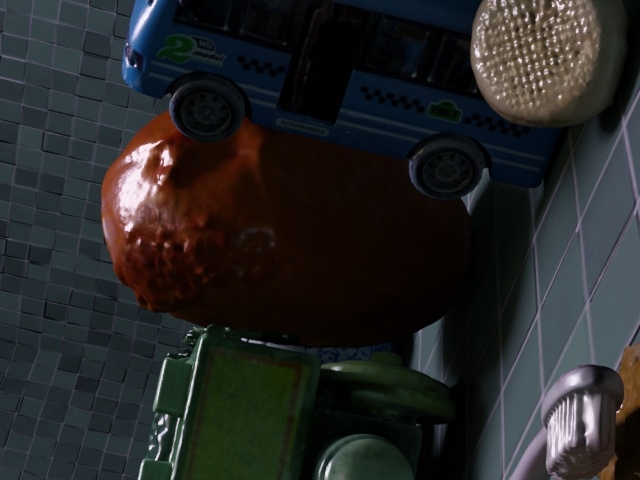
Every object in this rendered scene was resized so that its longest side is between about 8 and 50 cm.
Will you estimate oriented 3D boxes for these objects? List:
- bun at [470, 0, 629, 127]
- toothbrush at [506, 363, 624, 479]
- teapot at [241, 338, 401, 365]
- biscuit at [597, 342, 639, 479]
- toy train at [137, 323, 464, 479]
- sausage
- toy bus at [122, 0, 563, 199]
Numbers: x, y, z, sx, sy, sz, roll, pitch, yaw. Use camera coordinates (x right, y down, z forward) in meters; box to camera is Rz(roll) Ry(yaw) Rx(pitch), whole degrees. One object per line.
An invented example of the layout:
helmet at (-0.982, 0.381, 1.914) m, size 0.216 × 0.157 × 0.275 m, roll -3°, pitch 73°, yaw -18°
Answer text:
bun at (0.117, -0.098, 0.683) m, size 0.055 × 0.086 × 0.086 m, roll -7°, pitch -63°, yaw -51°
toothbrush at (0.081, 0.113, 0.580) m, size 0.307 × 0.025 × 0.029 m, roll 97°, pitch 180°, yaw -66°
teapot at (-0.014, 0.129, 1.131) m, size 0.232 × 0.159 × 0.159 m, roll 32°, pitch -112°, yaw -63°
biscuit at (0.095, 0.154, 0.454) m, size 0.131 × 0.025 × 0.230 m, roll -92°, pitch 15°, yaw -82°
toy train at (-0.022, 0.147, 0.891) m, size 0.271 × 0.188 × 0.159 m, roll 130°, pitch 151°, yaw -76°
sausage at (-0.015, -0.008, 0.895) m, size 0.141 × 0.268 × 0.153 m, roll -9°, pitch 74°, yaw 42°
toy bus at (0.021, -0.121, 0.772) m, size 0.113 × 0.246 × 0.134 m, roll -86°, pitch 12°, yaw -51°
